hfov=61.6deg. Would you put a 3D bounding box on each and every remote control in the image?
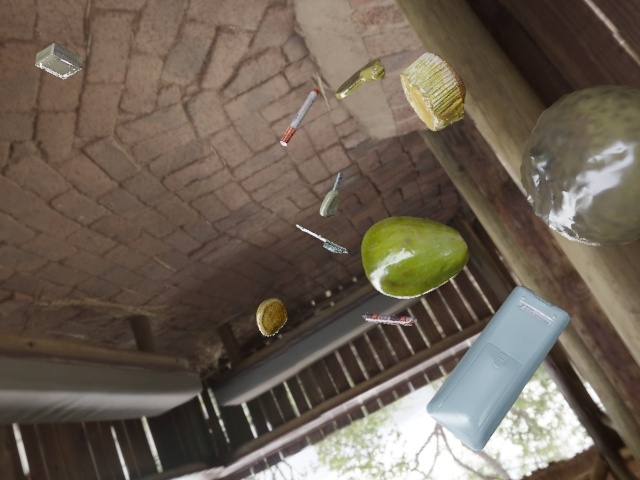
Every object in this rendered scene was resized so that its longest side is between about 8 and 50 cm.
[{"bbox_3d":[0.291,0.193,0.862,0.293,0.103,0.051,-44,154,-25],"label":"remote control"}]

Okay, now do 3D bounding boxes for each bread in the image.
[{"bbox_3d":[-0.138,0.216,1.519,0.024,0.110,0.110,-1,180,41],"label":"bread"},{"bbox_3d":[0.335,-0.434,1.566,0.133,0.179,0.250,-40,152,5],"label":"bread"}]

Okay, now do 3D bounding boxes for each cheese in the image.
[{"bbox_3d":[0.057,-0.190,2.217,0.097,0.037,0.192,-3,118,-54],"label":"cheese"}]

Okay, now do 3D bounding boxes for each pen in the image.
[{"bbox_3d":[-0.067,-0.408,1.765,0.239,0.028,0.028,-61,170,-21],"label":"pen"}]

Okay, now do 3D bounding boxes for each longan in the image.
[{"bbox_3d":[0.673,-0.168,1.279,0.391,0.391,0.391,-24,159,-10],"label":"longan"}]

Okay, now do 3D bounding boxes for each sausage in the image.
[{"bbox_3d":[0.202,0.232,1.585,0.198,0.028,0.025,-3,156,44],"label":"sausage"}]

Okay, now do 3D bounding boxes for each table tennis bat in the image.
[{"bbox_3d":[0.150,-0.573,1.885,0.198,0.050,0.321,-44,-162,-4],"label":"table tennis bat"}]

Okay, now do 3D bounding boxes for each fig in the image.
[{"bbox_3d":[0.289,0.047,1.651,0.326,0.258,0.258,-8,166,21],"label":"fig"}]

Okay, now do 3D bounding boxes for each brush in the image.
[{"bbox_3d":[0.000,0.000,1.699,0.027,0.190,0.034,-59,164,-10],"label":"brush"}]

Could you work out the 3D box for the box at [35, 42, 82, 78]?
[{"bbox_3d":[-0.654,-0.449,1.349,0.079,0.035,0.083,-13,161,30],"label":"box"}]
